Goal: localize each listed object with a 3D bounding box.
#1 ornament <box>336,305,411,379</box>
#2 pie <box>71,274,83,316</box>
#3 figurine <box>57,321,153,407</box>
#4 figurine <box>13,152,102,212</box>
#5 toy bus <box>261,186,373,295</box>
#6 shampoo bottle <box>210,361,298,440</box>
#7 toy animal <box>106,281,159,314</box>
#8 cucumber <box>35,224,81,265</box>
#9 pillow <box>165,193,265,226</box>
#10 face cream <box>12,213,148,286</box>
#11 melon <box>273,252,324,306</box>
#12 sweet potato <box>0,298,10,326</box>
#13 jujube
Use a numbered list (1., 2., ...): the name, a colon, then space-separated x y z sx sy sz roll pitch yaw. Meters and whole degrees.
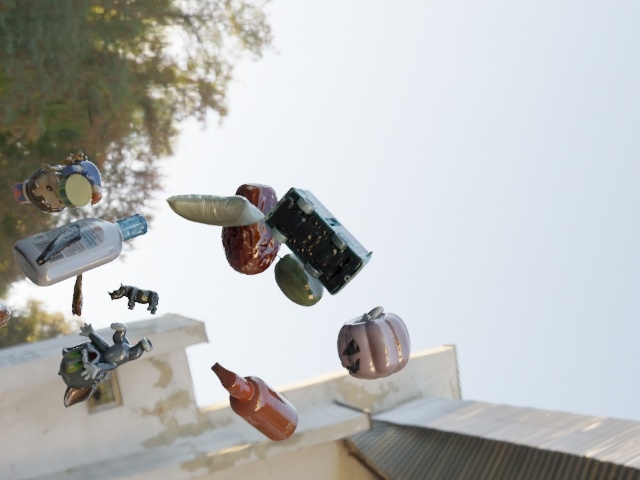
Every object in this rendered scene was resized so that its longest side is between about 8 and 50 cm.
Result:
1. ornament: 0.124 0.237 1.655 0.177 0.177 0.177 26 -59 53
2. pie: -0.748 0.170 2.178 0.092 0.034 0.170 49 -50 53
3. figurine: -0.600 0.314 1.939 0.140 0.265 0.193 97 -30 -56
4. figurine: -0.775 -0.153 2.076 0.276 0.158 0.161 -10 -50 33
5. toy bus: 0.000 0.000 1.692 0.256 0.147 0.128 46 -74 12
6. shampoo bottle: -0.120 0.299 1.309 0.085 0.085 0.244 49 -5 39
7. toy animal: -0.490 0.148 1.844 0.047 0.136 0.065 119 -19 -61
8. cucumber: -0.548 0.008 1.478 0.033 0.135 0.034 -33 -81 32
9. pillow: -0.295 -0.089 1.986 0.144 0.254 0.078 61 36 -64
10. face cream: -0.606 0.008 1.826 0.163 0.337 0.080 39 -46 26
11. melon: -0.061 0.103 1.887 0.167 0.114 0.114 49 -35 1
12. sweet potato: -1.041 0.227 2.231 0.385 0.109 0.109 -24 -101 63
13. jujube: -0.216 -0.036 2.231 0.197 0.197 0.290 16 -78 56
